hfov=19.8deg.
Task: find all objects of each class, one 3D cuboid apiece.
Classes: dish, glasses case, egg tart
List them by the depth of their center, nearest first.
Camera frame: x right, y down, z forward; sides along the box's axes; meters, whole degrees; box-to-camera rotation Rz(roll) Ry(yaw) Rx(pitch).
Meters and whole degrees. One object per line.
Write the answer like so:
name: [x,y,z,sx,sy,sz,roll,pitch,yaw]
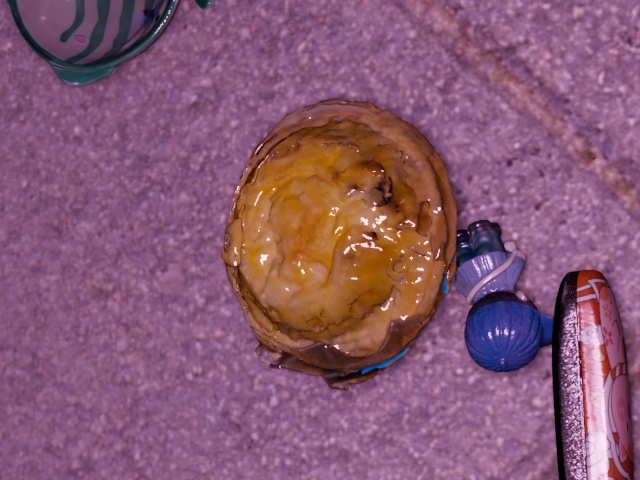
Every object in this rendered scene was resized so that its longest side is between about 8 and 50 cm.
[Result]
glasses case: [0.249,0.160,1.682,0.067,0.103,0.266,-6,82,19]
egg tart: [0.000,0.000,1.776,0.291,0.107,0.290,-7,78,33]
dish: [-0.209,-0.267,1.923,0.246,0.078,0.224,1,83,21]

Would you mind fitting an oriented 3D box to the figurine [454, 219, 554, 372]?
figurine: [0.169,0.052,1.741,0.086,0.087,0.149,-24,67,18]
